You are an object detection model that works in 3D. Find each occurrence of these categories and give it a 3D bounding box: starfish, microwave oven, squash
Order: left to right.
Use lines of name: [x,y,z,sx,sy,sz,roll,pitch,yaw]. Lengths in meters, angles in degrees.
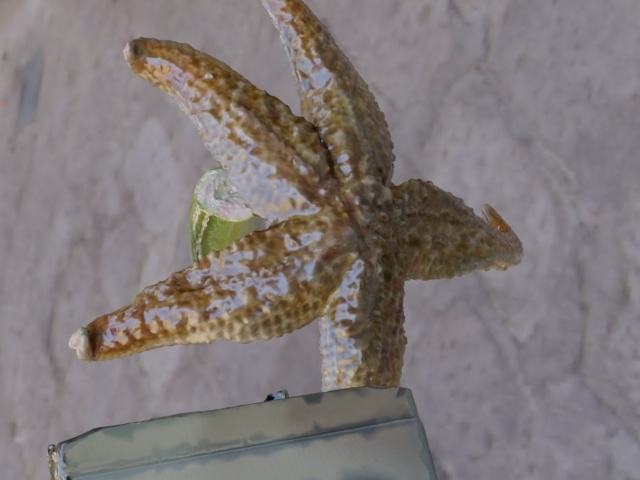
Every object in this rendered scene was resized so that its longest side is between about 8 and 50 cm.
microwave oven: [-0.030,0.160,0.513,0.205,0.129,0.163,105,156,-59]
squash: [-0.080,0.005,1.395,0.250,0.083,0.083,92,173,-64]
starfish: [0.007,-0.002,0.991,0.094,0.327,0.375,-22,64,61]
